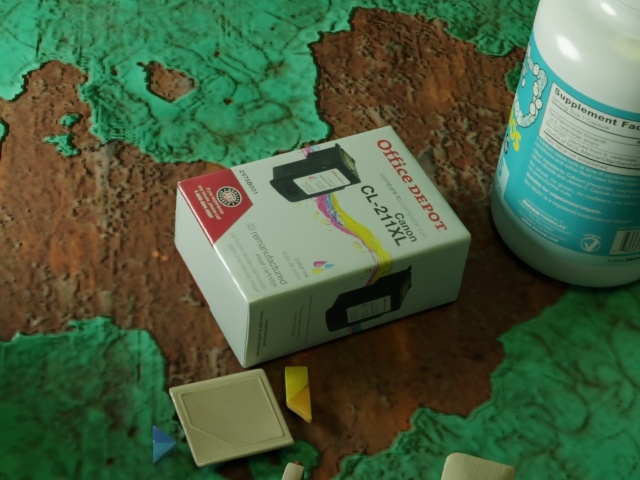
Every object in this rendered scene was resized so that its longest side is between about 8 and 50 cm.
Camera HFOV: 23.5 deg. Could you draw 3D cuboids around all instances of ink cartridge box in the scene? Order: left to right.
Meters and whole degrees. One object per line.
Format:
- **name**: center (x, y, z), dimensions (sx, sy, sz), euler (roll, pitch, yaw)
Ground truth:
- **ink cartridge box**: center (0.000, 0.000, 1.097), dimensions (0.175, 0.072, 0.127), euler (-17, 51, -21)

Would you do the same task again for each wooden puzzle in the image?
- **wooden puzzle**: center (-0.058, 0.118, 1.021), dimensions (0.116, 0.014, 0.078), euler (-6, 44, -13)

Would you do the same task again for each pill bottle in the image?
- **pill bottle**: center (0.212, -0.101, 1.089), dimensions (0.146, 0.264, 0.146), euler (4, 46, -4)

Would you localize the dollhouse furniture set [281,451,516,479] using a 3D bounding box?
- **dollhouse furniture set**: center (0.030, 0.171, 0.865), dimensions (0.129, 0.184, 0.129), euler (14, 47, 6)
